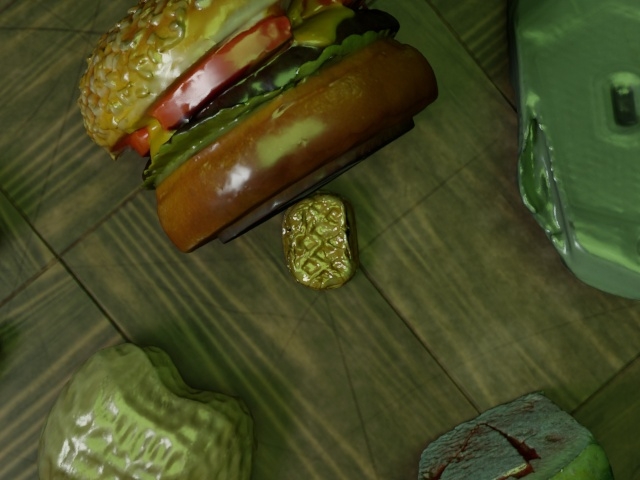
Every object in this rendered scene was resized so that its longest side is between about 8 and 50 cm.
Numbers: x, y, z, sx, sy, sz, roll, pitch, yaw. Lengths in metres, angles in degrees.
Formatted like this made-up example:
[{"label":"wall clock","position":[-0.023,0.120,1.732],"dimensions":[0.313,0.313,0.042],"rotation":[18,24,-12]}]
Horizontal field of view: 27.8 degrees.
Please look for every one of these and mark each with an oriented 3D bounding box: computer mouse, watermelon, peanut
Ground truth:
[{"label":"computer mouse","position":[0.315,-0.139,1.401],"dimensions":[0.228,0.145,0.428],"rotation":[-4,77,3]},{"label":"watermelon","position":[0.202,0.292,1.397],"dimensions":[0.213,0.201,0.261],"rotation":[-29,134,-5]},{"label":"peanut","position":[-0.177,0.223,1.373],"dimensions":[0.233,0.110,0.196],"rotation":[30,87,-1]}]

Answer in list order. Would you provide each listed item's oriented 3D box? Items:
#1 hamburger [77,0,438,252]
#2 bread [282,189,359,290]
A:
[{"label":"hamburger","position":[-0.069,-0.157,1.285],"dimensions":[0.330,0.330,0.250],"rotation":[-31,90,-4]},{"label":"bread","position":[0.000,0.000,1.421],"dimensions":[0.083,0.044,0.110],"rotation":[-5,92,-3]}]
